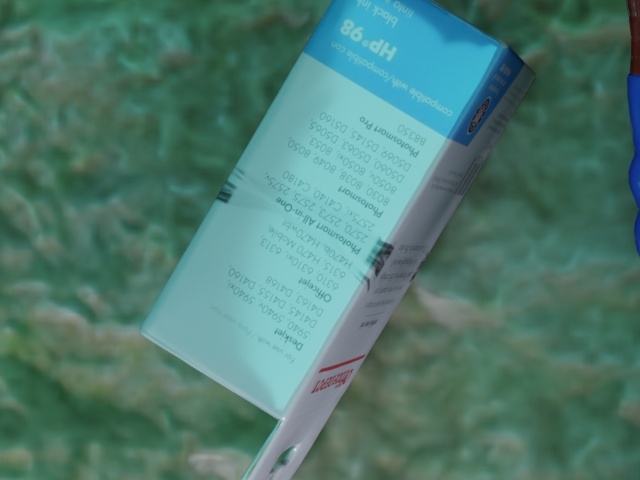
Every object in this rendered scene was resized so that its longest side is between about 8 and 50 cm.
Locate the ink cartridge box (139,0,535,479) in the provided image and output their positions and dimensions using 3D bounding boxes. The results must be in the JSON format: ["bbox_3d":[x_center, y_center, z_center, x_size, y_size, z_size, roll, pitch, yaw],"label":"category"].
[{"bbox_3d":[0.000,0.000,0.642,0.060,0.104,0.180,32,96,10],"label":"ink cartridge box"}]

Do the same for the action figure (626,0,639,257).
[{"bbox_3d":[0.111,0.039,0.583,0.091,0.139,0.280,3,116,53],"label":"action figure"}]
